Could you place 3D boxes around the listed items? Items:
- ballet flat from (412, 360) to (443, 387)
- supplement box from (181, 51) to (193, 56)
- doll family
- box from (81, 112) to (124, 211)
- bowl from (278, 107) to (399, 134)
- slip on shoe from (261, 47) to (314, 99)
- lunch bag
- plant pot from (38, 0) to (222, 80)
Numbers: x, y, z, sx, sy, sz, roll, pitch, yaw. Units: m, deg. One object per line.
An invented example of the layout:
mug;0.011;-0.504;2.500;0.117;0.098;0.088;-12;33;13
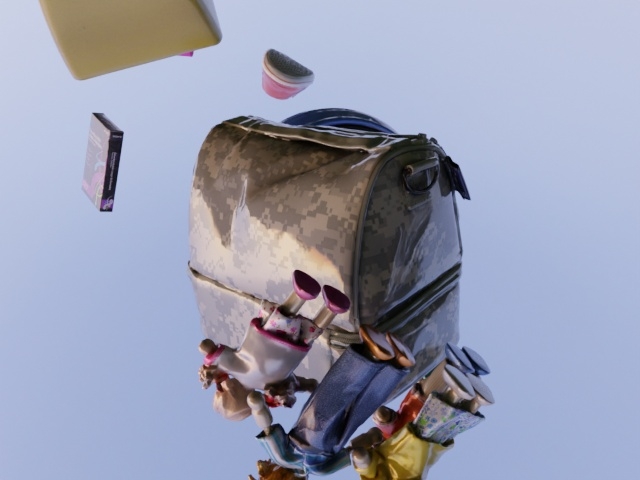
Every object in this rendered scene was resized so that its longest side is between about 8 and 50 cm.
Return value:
ballet flat;0.144;0.164;0.839;0.080;0.073;0.232;3;-148;-14
supplement box;-0.246;-0.373;0.921;0.113;0.111;0.220;-1;-140;-18
doll family;0.027;0.149;0.484;0.263;0.163;0.118;27;-162;-27
box;-0.419;-0.151;1.189;0.029;0.162;0.116;0;-154;-39
bowl;0.028;-0.034;1.100;0.391;0.391;0.077;-19;-158;-16
slip on shoe;-0.084;-0.370;1.426;0.123;0.101;0.331;31;-167;-8
lunch bag;0.000;0.000;0.675;0.212;0.256;0.305;-28;-148;-36
plant pot;-0.262;-0.360;0.777;0.212;0.187;0.212;-15;-103;-2
